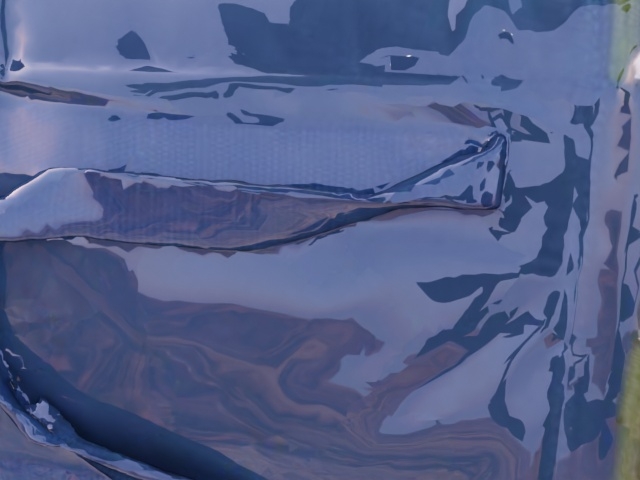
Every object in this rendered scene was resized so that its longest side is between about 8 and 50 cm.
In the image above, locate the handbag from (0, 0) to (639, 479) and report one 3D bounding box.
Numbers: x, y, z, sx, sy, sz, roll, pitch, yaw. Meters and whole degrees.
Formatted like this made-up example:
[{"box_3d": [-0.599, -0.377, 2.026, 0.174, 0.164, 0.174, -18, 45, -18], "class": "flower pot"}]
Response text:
[{"box_3d": [0.000, 0.000, 0.453, 0.241, 0.263, 0.222, 7, 17, 8], "class": "handbag"}]
